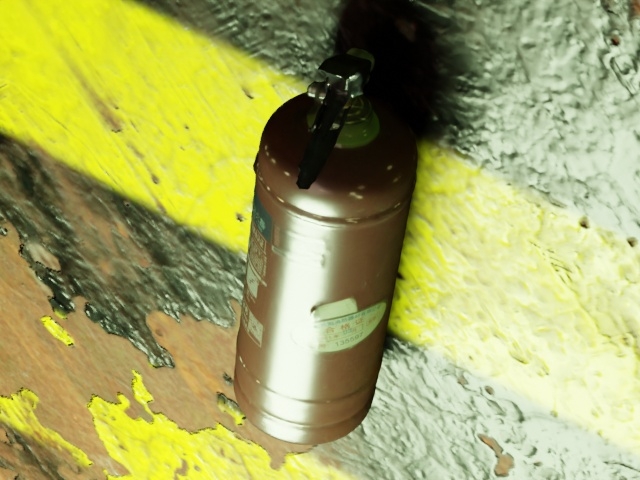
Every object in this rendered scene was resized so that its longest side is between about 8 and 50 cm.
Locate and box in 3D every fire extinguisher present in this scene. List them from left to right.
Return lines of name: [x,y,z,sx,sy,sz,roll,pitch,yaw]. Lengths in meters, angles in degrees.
fire extinguisher: [0.000,0.000,1.236,0.102,0.138,0.344,17,137,8]
